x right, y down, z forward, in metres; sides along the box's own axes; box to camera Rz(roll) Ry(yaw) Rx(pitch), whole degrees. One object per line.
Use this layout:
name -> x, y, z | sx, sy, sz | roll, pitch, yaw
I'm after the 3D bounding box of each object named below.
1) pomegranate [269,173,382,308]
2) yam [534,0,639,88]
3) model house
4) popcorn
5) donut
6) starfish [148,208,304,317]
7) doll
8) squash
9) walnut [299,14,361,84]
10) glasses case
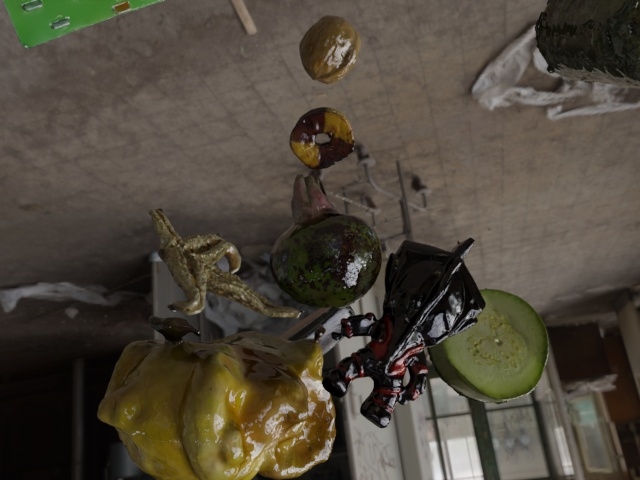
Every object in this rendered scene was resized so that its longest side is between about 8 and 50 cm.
pomegranate -> 0.007, 0.006, 0.731 | 0.138, 0.163, 0.125 | -17, 148, 33
yam -> 0.458, -0.314, 0.857 | 0.195, 0.195, 0.300 | -5, -162, -6
model house -> -0.537, -0.594, 1.187 | 0.358, 0.313, 0.242 | -34, 150, -22
popcorn -> -0.131, 0.234, 0.796 | 0.316, 0.281, 0.297 | 13, 178, -9
donut -> 0.004, -0.221, 1.281 | 0.140, 0.059, 0.140 | 1, 127, 1
starfish -> -0.214, 0.072, 1.221 | 0.324, 0.082, 0.432 | 30, -174, -37
doll -> 0.104, 0.092, 0.705 | 0.127, 0.248, 0.088 | 44, 160, -28
squash -> 0.306, 0.177, 1.065 | 0.220, 0.220, 0.133 | -7, 159, -1
walnut -> 0.025, -0.468, 1.472 | 0.149, 0.166, 0.166 | 30, 180, 29
glasses case -> -0.040, 0.274, 1.590 | 0.314, 0.075, 0.122 | -35, 137, -10
